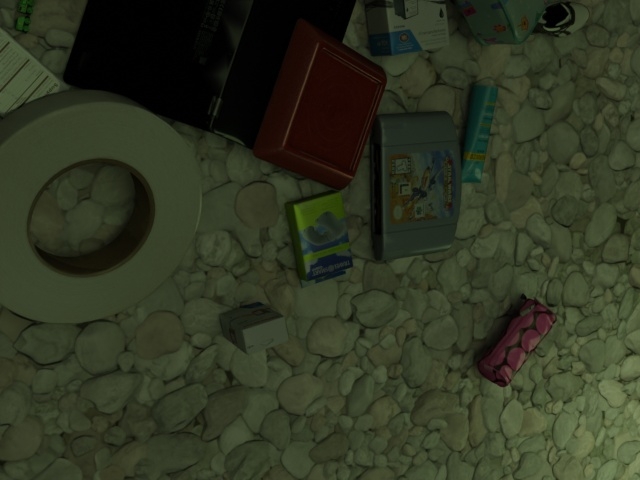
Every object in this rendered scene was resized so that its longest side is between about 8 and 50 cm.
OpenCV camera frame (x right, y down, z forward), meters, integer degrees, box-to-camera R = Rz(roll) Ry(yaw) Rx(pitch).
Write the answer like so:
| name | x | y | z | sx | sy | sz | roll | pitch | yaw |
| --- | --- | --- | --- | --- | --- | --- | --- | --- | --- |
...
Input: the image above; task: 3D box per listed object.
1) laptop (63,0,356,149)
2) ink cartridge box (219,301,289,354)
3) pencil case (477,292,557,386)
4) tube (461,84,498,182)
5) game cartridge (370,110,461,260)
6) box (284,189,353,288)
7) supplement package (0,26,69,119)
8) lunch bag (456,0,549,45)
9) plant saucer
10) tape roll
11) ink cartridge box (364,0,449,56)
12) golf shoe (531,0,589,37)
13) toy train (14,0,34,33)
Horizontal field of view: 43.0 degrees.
| name | x | y | z | sx | sy | sz | roll | pitch | yaw |
| --- | --- | --- | --- | --- | --- | --- | --- | --- | --- |
| laptop | -0.173 | -0.378 | 1.442 | 0.408 | 0.236 | 0.381 | 19 | 91 | -1 |
| ink cartridge box | -0.124 | 0.162 | 1.513 | 0.089 | 0.122 | 0.052 | -17 | 108 | -24 |
| pencil case | 0.441 | 0.228 | 1.837 | 0.209 | 0.095 | 0.098 | -53 | 153 | -11 |
| tube | 0.331 | -0.223 | 1.716 | 0.080 | 0.052 | 0.207 | -1 | 104 | -38 |
| game cartridge | 0.197 | -0.114 | 1.665 | 0.198 | 0.062 | 0.297 | -7 | 103 | -22 |
| box | 0.000 | 0.000 | 1.592 | 0.109 | 0.042 | 0.178 | -17 | 107 | -23 |
| supplement package | -0.496 | -0.260 | 1.248 | 0.179 | 0.105 | 0.105 | 43 | 79 | -28 |
| lunch bag | 0.350 | -0.535 | 1.597 | 0.279 | 0.108 | 0.224 | 52 | 56 | -38 |
| plant saucer | 0.017 | -0.239 | 1.505 | 0.258 | 0.048 | 0.259 | 18 | 92 | -47 |
| tape roll | -0.376 | -0.048 | 1.307 | 0.392 | 0.072 | 0.392 | -18 | 125 | -28 |
| ink cartridge box | 0.162 | -0.459 | 1.562 | 0.140 | 0.082 | 0.190 | -16 | 108 | -24 |
| golf shoe | 0.514 | -0.472 | 1.734 | 0.198 | 0.094 | 0.077 | -14 | 105 | -26 |
| toy train | -0.468 | -0.371 | 1.291 | 0.024 | 0.017 | 0.083 | 11 | 95 | -18 |
